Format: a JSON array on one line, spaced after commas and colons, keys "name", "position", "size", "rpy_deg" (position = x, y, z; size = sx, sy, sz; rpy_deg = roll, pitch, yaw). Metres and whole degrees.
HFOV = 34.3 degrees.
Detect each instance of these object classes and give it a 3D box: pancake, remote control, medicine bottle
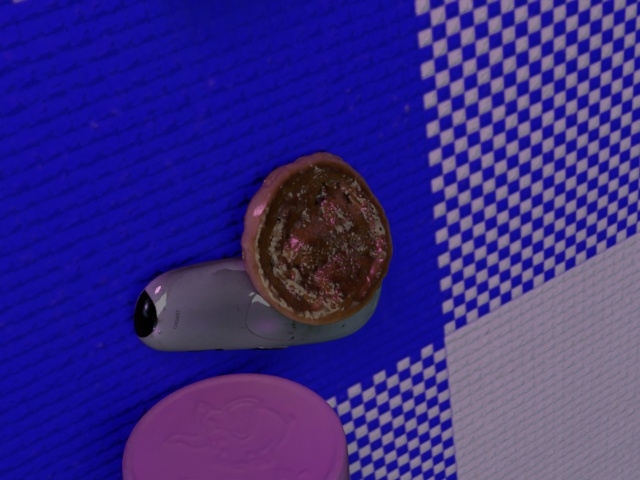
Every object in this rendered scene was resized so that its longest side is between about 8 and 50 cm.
[{"name": "pancake", "position": [0.000, 0.000, 0.914], "size": [0.158, 0.028, 0.158], "rpy_deg": [-3, 96, -32]}, {"name": "remote control", "position": [-0.047, 0.060, 0.938], "size": [0.256, 0.045, 0.097], "rpy_deg": [-4, 116, -31]}, {"name": "medicine bottle", "position": [-0.062, 0.304, 0.971], "size": [0.202, 0.202, 0.316], "rpy_deg": [-22, 128, -23]}]
